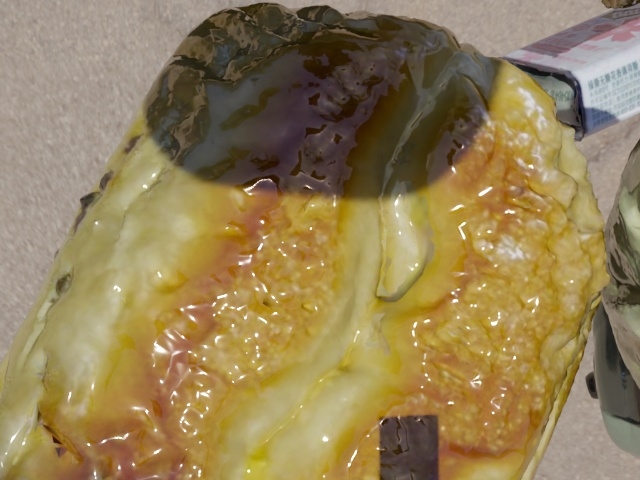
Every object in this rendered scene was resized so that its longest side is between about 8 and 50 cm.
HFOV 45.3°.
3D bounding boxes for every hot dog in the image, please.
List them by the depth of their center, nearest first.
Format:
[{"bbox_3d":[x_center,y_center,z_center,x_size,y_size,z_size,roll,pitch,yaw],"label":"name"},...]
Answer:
[{"bbox_3d":[0.006,0.032,0.518,0.367,0.196,0.365,24,89,-8],"label":"hot dog"}]

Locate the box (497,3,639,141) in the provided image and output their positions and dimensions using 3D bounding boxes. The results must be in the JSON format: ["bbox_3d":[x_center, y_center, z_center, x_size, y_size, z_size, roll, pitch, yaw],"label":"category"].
[{"bbox_3d":[0.447,-0.262,1.087,0.370,0.190,0.112,-25,117,-12],"label":"box"}]

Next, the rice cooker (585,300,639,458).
[{"bbox_3d":[0.464,0.098,0.807,0.335,0.325,0.335,-5,97,-43],"label":"rice cooker"}]

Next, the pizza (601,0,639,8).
[{"bbox_3d":[0.412,-0.323,0.825,0.366,0.182,0.073,-26,89,-22],"label":"pizza"}]

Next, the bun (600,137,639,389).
[{"bbox_3d":[0.319,0.034,0.460,0.213,0.361,0.360,-10,77,-36],"label":"bun"}]
